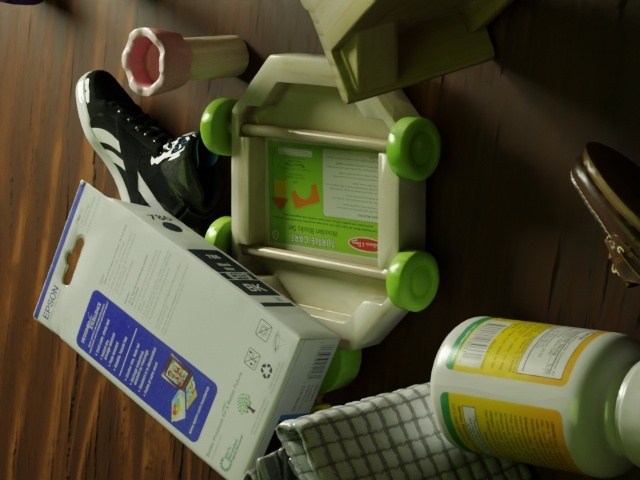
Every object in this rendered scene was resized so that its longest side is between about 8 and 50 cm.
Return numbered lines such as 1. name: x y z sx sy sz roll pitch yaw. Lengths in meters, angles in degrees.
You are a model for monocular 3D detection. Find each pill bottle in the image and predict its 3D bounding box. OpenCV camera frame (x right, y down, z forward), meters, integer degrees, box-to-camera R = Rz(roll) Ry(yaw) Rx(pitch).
1. pill bottle: 0.201 0.128 1.369 0.208 0.117 0.118 4 101 45

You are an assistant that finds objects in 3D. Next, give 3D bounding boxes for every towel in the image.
1. towel: 0.079 0.272 1.439 0.121 0.235 0.284 -41 69 48

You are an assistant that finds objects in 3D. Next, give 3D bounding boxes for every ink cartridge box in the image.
1. ink cartridge box: -0.136 0.083 1.627 0.332 0.065 0.165 35 111 34

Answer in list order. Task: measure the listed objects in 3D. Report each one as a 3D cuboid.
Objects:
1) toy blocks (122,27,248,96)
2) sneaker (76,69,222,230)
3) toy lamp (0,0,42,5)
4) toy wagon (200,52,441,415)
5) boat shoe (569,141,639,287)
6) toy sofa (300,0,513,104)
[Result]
1. toy blocks: -0.214 -0.327 1.600 0.288 0.260 0.309 38 123 34
2. sneaker: -0.164 -0.103 1.733 0.121 0.079 0.217 -35 72 31
3. toy lamp: -0.319 -0.395 1.822 0.080 0.080 0.275 28 116 39
4. toy wagon: 0.000 0.000 1.584 0.267 0.068 0.344 10 106 44
5. boat shoe: 0.261 0.013 1.318 0.207 0.073 0.073 52 127 26
6. toy sofa: 0.100 -0.247 1.280 0.177 0.150 0.362 69 161 6
